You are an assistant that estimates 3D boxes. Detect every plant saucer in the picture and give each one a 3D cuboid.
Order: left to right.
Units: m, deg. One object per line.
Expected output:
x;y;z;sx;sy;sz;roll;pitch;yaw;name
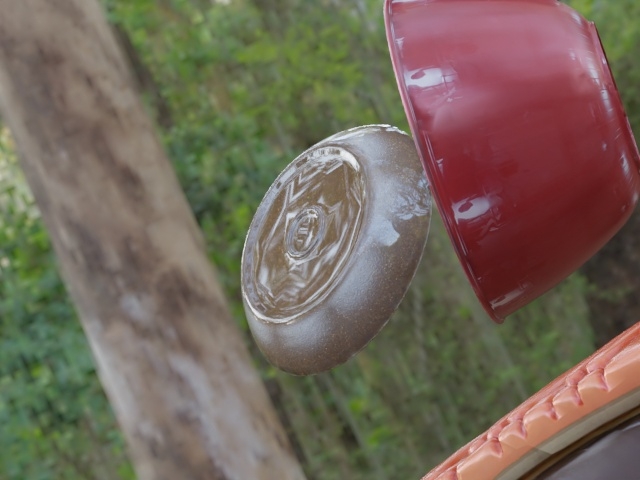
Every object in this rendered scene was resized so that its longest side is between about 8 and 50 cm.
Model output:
0.000;0.000;1.270;0.036;0.198;0.198;26;-37;-34;plant saucer

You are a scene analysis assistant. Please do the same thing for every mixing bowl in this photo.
0.109;-0.057;0.901;0.098;0.181;0.181;-19;-3;12;mixing bowl

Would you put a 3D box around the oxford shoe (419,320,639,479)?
0.047;0.113;0.424;0.097;0.098;0.271;-23;-26;-48;oxford shoe
